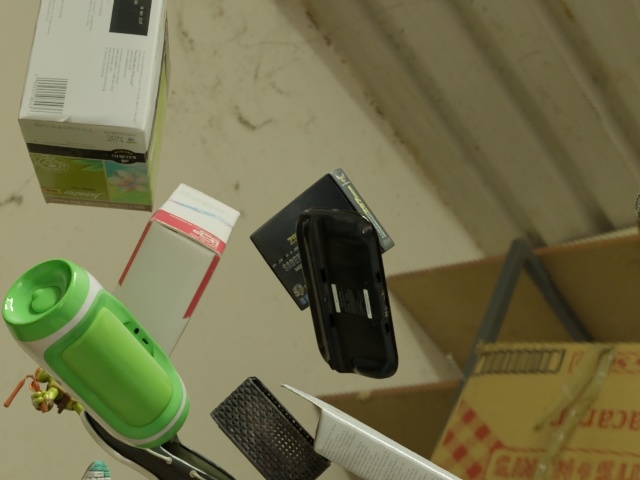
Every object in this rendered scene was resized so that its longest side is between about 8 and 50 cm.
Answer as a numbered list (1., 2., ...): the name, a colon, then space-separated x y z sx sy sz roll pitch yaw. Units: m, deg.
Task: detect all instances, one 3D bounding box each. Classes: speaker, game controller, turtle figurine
1. speaker: -0.291 0.157 1.281 0.131 0.131 0.296 1 -40 31
2. game controller: 0.047 0.095 1.668 0.166 0.067 0.319 3 -64 31
3. turtle figurine: -0.478 0.304 1.851 0.217 0.269 0.087 34 -67 2

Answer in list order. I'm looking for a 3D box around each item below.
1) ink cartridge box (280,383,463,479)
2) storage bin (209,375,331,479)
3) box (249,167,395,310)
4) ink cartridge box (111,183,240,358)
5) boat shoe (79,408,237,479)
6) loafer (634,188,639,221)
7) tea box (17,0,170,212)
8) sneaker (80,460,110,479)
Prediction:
1. ink cartridge box: 0.112 0.337 1.421 0.330 0.071 0.324 24 -8 24
2. storage bin: -0.074 0.300 1.462 0.180 0.084 0.122 46 -3 7
3. box: 0.000 0.000 1.840 0.232 0.059 0.183 -36 -94 30
4. ink cartridge box: -0.247 0.051 1.600 0.131 0.306 0.226 27 -77 -4
5. boat shoe: -0.262 0.347 1.583 0.302 0.091 0.114 35 7 10
6. loafer: 0.470 -0.073 1.077 0.112 0.111 0.319 32 -31 -8
7. tea box: -0.406 -0.270 1.792 0.220 0.329 0.323 4 -26 -4
8. sneaker: -0.464 0.503 1.863 0.065 0.166 0.076 25 -10 -41
